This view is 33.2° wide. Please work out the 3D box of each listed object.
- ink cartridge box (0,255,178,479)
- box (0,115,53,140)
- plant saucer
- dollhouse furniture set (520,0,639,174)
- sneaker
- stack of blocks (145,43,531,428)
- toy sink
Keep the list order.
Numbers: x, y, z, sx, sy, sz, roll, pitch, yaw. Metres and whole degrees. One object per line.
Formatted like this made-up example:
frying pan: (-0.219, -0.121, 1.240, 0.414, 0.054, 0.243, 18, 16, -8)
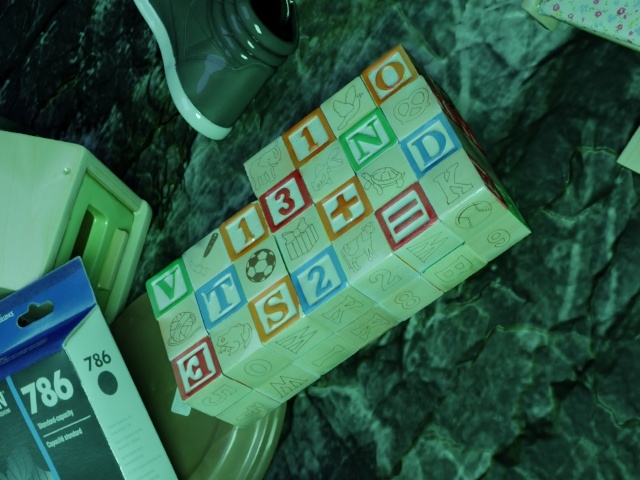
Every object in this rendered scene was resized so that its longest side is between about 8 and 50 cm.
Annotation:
ink cartridge box: (-0.214, 0.196, 0.934, 0.165, 0.065, 0.332, -28, 85, 33)
box: (-0.440, -0.040, 1.304, 0.247, 0.142, 0.163, -11, 64, 40)
plant saucer: (-0.144, 0.153, 1.017, 0.278, 0.041, 0.277, -20, 59, 36)
dollhouse furniture set: (0.203, -0.267, 0.782, 0.303, 0.174, 0.355, 36, 97, 46)
sneaker: (-0.109, -0.257, 1.127, 0.147, 0.105, 0.295, -38, 56, 23)
stack of blocks: (0.000, 0.000, 0.886, 0.297, 0.087, 0.171, -37, 51, 15)
toy sink: (-0.268, 0.005, 1.110, 0.131, 0.234, 0.152, 11, 74, 15)
